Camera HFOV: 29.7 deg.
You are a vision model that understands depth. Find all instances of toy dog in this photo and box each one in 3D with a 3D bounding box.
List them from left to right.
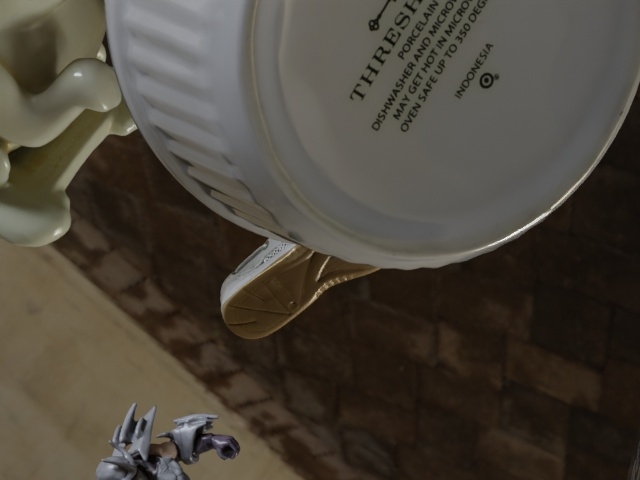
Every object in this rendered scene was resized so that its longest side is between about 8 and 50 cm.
[{"bbox_3d":[-0.352,-0.264,1.337,0.395,0.284,0.408,36,149,11],"label":"toy dog"}]

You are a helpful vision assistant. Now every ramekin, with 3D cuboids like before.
[{"bbox_3d":[0.039,-0.109,0.594,0.273,0.273,0.127,56,172,-30],"label":"ramekin"}]

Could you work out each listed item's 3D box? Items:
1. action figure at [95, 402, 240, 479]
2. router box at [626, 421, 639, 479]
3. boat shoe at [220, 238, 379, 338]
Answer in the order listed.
[{"bbox_3d":[-0.105,0.254,1.071,0.099,0.185,0.285,-10,140,31],"label":"action figure"},{"bbox_3d":[0.330,0.175,0.799,0.243,0.081,0.308,8,134,12],"label":"router box"},{"bbox_3d":[0.000,0.000,1.377,0.098,0.277,0.096,58,-179,-32],"label":"boat shoe"}]
